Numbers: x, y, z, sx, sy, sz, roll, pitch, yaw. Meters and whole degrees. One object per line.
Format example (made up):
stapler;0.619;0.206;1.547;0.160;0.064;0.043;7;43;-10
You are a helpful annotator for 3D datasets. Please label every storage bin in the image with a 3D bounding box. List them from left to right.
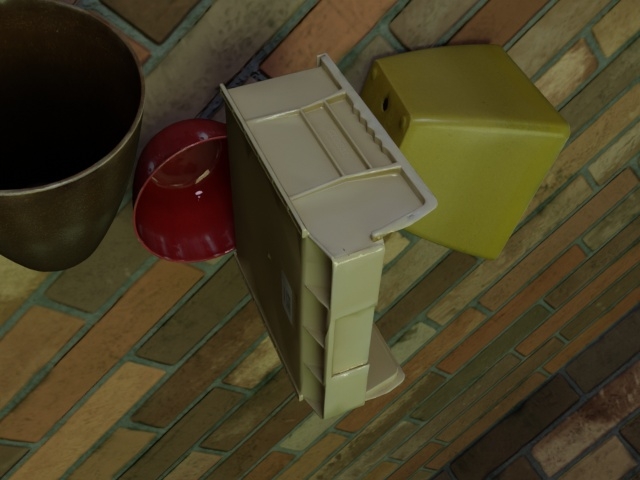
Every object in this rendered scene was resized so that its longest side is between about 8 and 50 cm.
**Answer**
storage bin;0.000;0.000;0.786;0.123;0.260;0.262;-16;139;-17

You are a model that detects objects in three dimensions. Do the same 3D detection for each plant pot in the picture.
plant pot;-0.273;-0.071;0.735;0.215;0.215;0.230;-19;155;-20
plant pot;0.147;-0.124;0.981;0.187;0.212;0.212;5;130;-23

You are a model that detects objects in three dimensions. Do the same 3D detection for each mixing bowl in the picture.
mixing bowl;-0.144;-0.073;0.889;0.181;0.098;0.181;-21;141;-18
